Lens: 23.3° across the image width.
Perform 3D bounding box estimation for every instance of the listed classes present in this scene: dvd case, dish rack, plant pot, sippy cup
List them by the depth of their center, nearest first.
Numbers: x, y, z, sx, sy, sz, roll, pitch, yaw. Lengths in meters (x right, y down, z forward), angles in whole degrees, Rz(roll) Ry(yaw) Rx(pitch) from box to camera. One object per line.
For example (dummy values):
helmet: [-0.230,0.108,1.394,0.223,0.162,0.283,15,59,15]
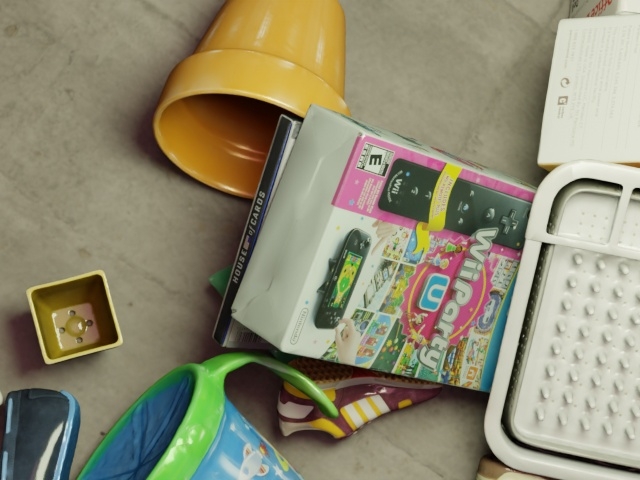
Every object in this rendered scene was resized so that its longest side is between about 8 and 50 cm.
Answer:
sippy cup: [-0.109,0.278,1.529,0.224,0.240,0.305,40,117,-15]
dvd case: [0.000,0.000,1.568,0.179,0.029,0.238,7,107,-40]
dish rack: [0.330,0.092,1.592,0.285,0.072,0.333,11,102,0]
plant pot: [-0.255,0.085,1.611,0.081,0.083,0.081,-14,81,-11]
plant pot: [-0.056,-0.173,1.644,0.205,0.205,0.188,16,62,-5]

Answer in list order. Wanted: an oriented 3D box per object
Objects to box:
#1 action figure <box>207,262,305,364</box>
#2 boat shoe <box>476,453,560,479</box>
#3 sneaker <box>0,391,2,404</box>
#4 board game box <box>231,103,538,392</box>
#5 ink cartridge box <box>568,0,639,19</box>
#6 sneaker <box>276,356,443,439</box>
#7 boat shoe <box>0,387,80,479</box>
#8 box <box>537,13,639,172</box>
action figure: [0.012,0.021,1.669,0.232,0.063,0.137,-40,89,-7]
boat shoe: [0.287,0.296,1.653,0.257,0.095,0.095,11,92,0]
sneaker: [-0.397,0.241,1.568,0.232,0.090,0.115,-43,94,-4]
board game box: [0.084,0.016,1.555,0.303,0.097,0.224,15,100,-42]
ink cartridge box: [0.364,-0.336,1.721,0.115,0.198,0.273,9,77,-6]
sneaker: [0.040,0.168,1.652,0.185,0.069,0.084,2,116,-22]
boat shoe: [-0.311,0.277,1.570,0.089,0.109,0.258,11,61,1]
box: [0.432,-0.123,1.593,0.345,0.215,0.168,1,73,37]
